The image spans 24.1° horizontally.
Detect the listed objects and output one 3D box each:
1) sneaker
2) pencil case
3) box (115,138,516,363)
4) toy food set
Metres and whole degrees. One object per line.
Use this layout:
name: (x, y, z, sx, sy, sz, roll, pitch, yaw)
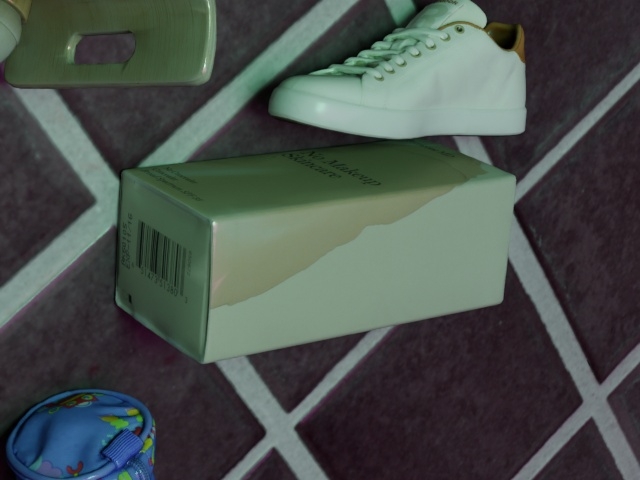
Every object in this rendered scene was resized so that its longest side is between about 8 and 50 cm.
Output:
sneaker: (0.069, -0.150, 1.278, 0.290, 0.106, 0.123, -7, 106, -46)
pencil case: (-0.161, 0.272, 1.238, 0.119, 0.133, 0.306, -47, 133, -46)
box: (0.000, 0.000, 1.248, 0.311, 0.148, 0.121, -10, 113, -37)
toy food set: (-0.234, -0.188, 0.924, 0.306, 0.219, 0.092, 37, 68, -42)
